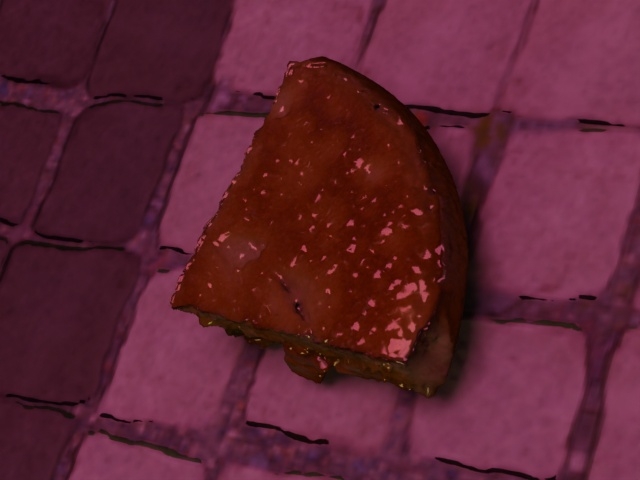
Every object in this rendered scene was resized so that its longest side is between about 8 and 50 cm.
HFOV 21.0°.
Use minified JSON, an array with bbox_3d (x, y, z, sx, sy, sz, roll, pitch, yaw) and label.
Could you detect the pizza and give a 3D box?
[{"bbox_3d":[0.001,0.000,0.757,0.134,0.046,0.175,-21,55,20],"label":"pizza"}]
